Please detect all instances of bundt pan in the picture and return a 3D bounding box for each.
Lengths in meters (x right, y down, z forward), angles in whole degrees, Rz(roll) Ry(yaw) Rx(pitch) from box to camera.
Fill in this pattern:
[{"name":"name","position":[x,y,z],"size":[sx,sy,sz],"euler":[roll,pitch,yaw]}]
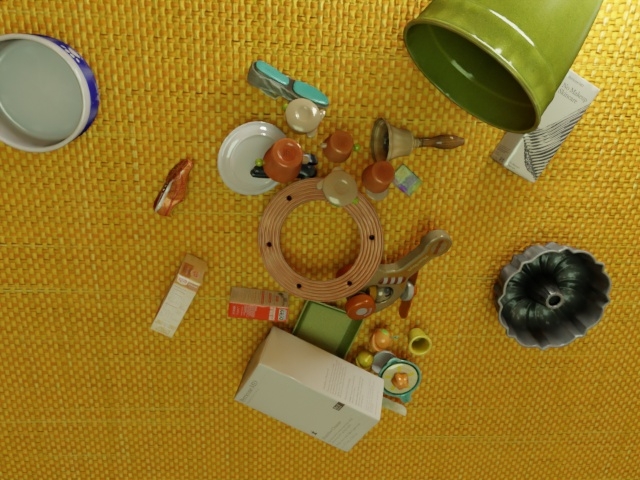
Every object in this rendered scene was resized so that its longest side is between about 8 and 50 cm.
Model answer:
[{"name":"bundt pan","position":[0.656,0.148,1.501],"size":[0.330,0.124,0.331],"euler":[-2,113,-4]}]

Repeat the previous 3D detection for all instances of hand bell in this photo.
[{"name":"hand bell","position":[0.265,-0.254,1.336],"size":[0.242,0.126,0.126],"euler":[-3,113,-16]}]

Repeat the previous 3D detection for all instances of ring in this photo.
[{"name":"ring","position":[0.000,0.000,1.365],"size":[0.336,0.032,0.337],"euler":[2,101,9]}]

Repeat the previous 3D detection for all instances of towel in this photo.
[{"name":"towel","position":[0.233,-0.165,1.405],"size":[0.083,0.009,0.060],"euler":[37,105,-18]}]

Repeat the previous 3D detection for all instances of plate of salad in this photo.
[{"name":"plate of salad","position":[-0.172,-0.212,1.327],"size":[0.199,0.048,0.200],"euler":[-14,123,-22]}]

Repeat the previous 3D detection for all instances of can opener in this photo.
[{"name":"can opener","position":[-0.092,-0.180,1.334],"size":[0.186,0.059,0.073],"euler":[-9,71,-22]}]

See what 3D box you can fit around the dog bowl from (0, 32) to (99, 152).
[{"name":"dog bowl","position":[-0.674,-0.350,1.216],"size":[0.264,0.104,0.265],"euler":[-2,113,-4]}]

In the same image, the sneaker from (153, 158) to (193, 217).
[{"name":"sneaker","position":[-0.378,-0.140,1.355],"size":[0.067,0.064,0.175],"euler":[22,116,-33]}]

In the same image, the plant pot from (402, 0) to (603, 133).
[{"name":"plant pot","position":[0.434,-0.491,1.130],"size":[0.366,0.366,0.353],"euler":[37,93,-17]}]

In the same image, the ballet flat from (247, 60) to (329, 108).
[{"name":"ballet flat","position":[-0.082,-0.372,1.277],"size":[0.213,0.072,0.068],"euler":[25,136,-13]}]

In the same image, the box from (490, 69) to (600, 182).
[{"name":"box","position":[0.575,-0.297,1.328],"size":[0.113,0.094,0.275],"euler":[25,109,-13]}]

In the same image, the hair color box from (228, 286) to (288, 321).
[{"name":"hair color box","position":[-0.176,0.184,1.475],"size":[0.167,0.093,0.053],"euler":[6,113,-6]}]

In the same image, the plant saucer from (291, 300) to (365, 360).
[{"name":"plant saucer","position":[0.012,0.271,1.549],"size":[0.188,0.045,0.188],"euler":[21,109,-11]}]

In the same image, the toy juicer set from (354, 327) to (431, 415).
[{"name":"toy juicer set","position":[0.203,0.415,1.567],"size":[0.209,0.089,0.329],"euler":[7,112,-7]}]

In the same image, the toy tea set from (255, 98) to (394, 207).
[{"name":"toy tea set","position":[0.014,-0.181,1.260],"size":[0.336,0.124,0.200],"euler":[34,73,-6]}]

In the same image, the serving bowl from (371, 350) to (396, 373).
[{"name":"serving bowl","position":[0.198,0.379,1.616],"size":[0.083,0.027,0.083],"euler":[-2,112,-4]}]

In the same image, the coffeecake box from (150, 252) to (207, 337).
[{"name":"coffeecake box","position":[-0.389,0.149,1.419],"size":[0.068,0.142,0.185],"euler":[27,108,-14]}]

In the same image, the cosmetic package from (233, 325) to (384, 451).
[{"name":"cosmetic package","position":[-0.031,0.438,1.509],"size":[0.385,0.156,0.217],"euler":[25,127,-7]}]

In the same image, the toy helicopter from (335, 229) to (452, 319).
[{"name":"toy helicopter","position":[0.230,0.100,1.440],"size":[0.235,0.140,0.355],"euler":[27,121,-37]}]
